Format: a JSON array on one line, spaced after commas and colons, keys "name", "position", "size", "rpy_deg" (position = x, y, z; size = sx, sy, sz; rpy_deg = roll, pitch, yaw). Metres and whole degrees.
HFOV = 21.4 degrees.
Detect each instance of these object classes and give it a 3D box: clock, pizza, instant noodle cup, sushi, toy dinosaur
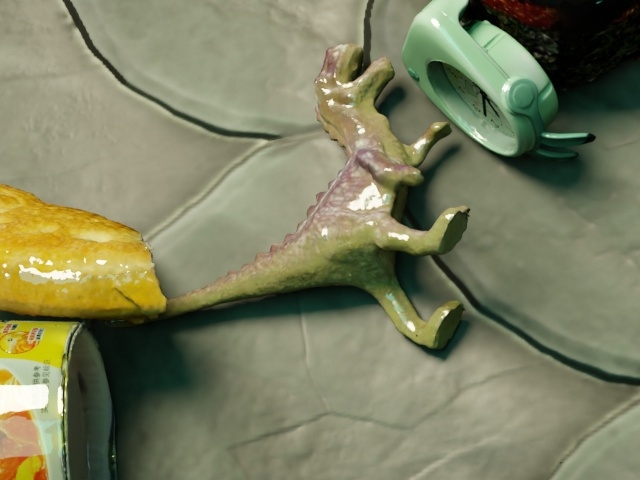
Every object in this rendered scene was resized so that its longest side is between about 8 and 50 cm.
[{"name": "clock", "position": [0.112, -0.096, 1.090], "size": [0.135, 0.101, 0.041], "rpy_deg": [45, 77, 5]}, {"name": "pizza", "position": [-0.210, 0.003, 1.133], "size": [0.271, 0.134, 0.056], "rpy_deg": [10, 108, 17]}, {"name": "instant noodle cup", "position": [-0.213, 0.138, 1.060], "size": [0.153, 0.205, 0.205], "rpy_deg": [-3, 72, 3]}, {"name": "sushi", "position": [0.129, -0.201, 1.108], "size": [0.136, 0.126, 0.225], "rpy_deg": [-45, 62, 0]}, {"name": "toy dinosaur", "position": [0.003, 0.000, 1.117], "size": [0.200, 0.072, 0.251], "rpy_deg": [33, 96, 31]}]
